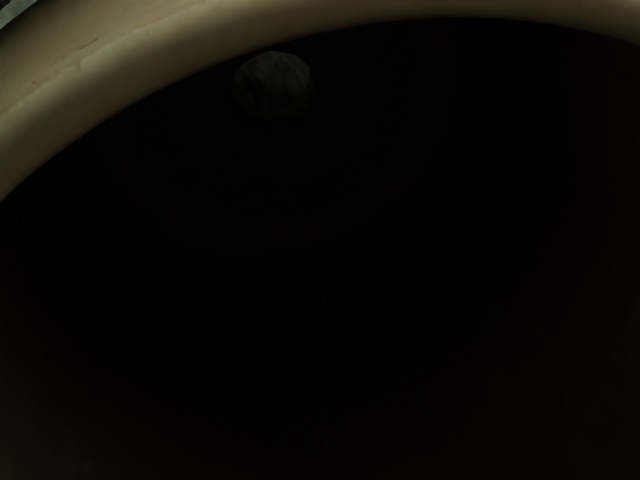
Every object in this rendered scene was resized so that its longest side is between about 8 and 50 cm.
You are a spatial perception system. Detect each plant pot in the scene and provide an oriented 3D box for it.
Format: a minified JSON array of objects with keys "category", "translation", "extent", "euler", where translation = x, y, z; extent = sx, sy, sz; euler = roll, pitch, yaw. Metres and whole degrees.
[{"category":"plant pot","translation":[0.000,0.000,0.531],"extent":[0.263,0.263,0.229],"euler":[46,15,-30]}]

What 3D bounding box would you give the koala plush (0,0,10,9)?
[{"category":"koala plush","translation":[-0.103,-0.152,0.476],"extent":[0.203,0.221,0.196],"euler":[54,29,-17]}]
